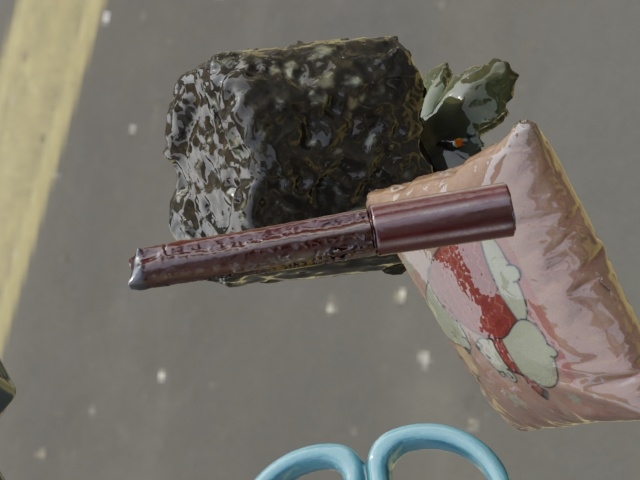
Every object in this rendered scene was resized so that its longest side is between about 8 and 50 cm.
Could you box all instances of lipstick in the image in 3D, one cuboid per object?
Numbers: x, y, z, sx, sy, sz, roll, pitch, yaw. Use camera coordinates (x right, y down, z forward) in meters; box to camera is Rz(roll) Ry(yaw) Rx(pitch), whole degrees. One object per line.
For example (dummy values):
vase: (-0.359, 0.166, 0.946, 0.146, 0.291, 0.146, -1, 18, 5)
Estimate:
lipstick: (0.000, 0.000, 0.739, 0.027, 0.177, 0.027, 171, 90, -88)

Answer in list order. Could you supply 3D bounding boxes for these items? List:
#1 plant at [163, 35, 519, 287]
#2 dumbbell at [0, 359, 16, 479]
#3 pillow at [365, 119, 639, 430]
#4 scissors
plant: (0.031, -0.074, 1.447, 0.215, 0.312, 0.213, 1, 95, 60)
dumbbell: (-0.283, 0.227, 1.368, 0.316, 0.156, 0.143, 53, 151, 27)
pillow: (0.144, 0.039, 1.182, 0.236, 0.084, 0.223, 59, 153, -1)
scissors: (0.045, 0.324, 0.984, 0.193, 0.029, 0.447, -12, 59, 12)
